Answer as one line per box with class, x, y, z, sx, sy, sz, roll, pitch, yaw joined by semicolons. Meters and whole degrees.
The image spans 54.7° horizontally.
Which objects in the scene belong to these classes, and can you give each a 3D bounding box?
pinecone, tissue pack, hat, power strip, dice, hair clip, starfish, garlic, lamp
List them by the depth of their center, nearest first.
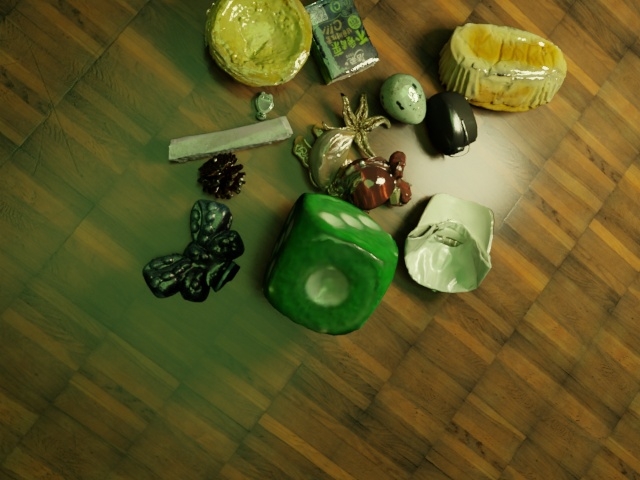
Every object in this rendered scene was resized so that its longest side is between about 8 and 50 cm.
dice;0.022;0.060;1.687;0.297;0.300;0.287;25;111;-10
hair clip;-0.328;0.048;1.705;0.206;0.194;0.310;37;84;-3
pinecone;-0.275;-0.177;1.743;0.140;0.140;0.121;-41;126;-10
garlic;0.020;-0.247;1.795;0.101;0.087;0.195;24;89;-19
lamp;0.158;-0.156;1.805;0.223;0.215;0.151;-3;55;7
power strip;-0.166;-0.395;1.815;0.055;0.035;0.083;16;84;-12
tissue pack;0.050;-0.604;1.843;0.173;0.073;0.235;-27;96;-11
starfish;0.113;-0.336;1.867;0.213;0.057;0.238;-23;102;-17
hat;0.392;-0.002;1.897;0.258;0.168;0.301;20;61;4

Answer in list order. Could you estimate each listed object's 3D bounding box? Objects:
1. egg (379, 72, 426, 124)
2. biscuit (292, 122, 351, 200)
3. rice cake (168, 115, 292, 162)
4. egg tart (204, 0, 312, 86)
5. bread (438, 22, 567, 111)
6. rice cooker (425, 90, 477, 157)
egg;0.253;-0.422;1.856;0.164;0.131;0.131;45;81;-5
biscuit;0.019;-0.229;1.857;0.144;0.040;0.236;-34;95;-5
rice cake;-0.260;-0.287;1.781;0.365;0.056;0.073;-15;88;-12
egg tart;-0.174;-0.582;1.770;0.315;0.120;0.315;0;92;-12
bread;0.555;-0.526;1.916;0.388;0.183;0.236;13;72;-6
rice cooker;0.399;-0.355;1.886;0.118;0.142;0.203;-24;100;-23
